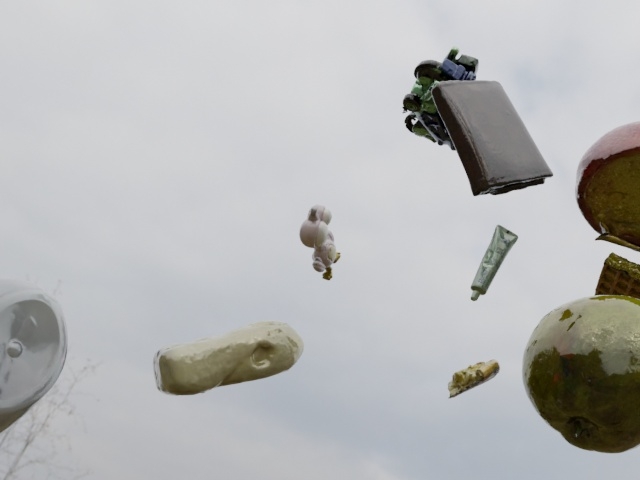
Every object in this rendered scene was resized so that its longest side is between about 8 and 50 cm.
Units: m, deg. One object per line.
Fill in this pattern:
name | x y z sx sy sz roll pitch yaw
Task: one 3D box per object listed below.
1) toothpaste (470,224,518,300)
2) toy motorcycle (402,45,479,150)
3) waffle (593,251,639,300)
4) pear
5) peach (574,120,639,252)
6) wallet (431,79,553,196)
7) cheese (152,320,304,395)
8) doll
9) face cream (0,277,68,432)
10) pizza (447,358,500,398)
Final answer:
toothpaste | 0.429 0.059 1.573 0.064 0.218 0.041 31 -20 3
toy motorcycle | 0.307 -0.326 1.545 0.196 0.125 0.331 24 -18 10
waffle | 0.802 0.144 1.627 0.161 0.055 0.210 29 -31 33
pear | 0.501 0.223 1.099 0.269 0.321 0.269 28 -41 28
peach | 0.860 -0.139 1.564 0.406 0.310 0.334 5 -64 30
wallet | 0.308 -0.194 1.146 0.182 0.229 0.049 -12 -19 -26
cheese | -0.249 0.287 1.540 0.351 0.129 0.328 -10 -5 -30
doll | -0.001 0.000 2.109 0.095 0.160 0.365 13 -29 15
face cream | -0.609 0.211 1.058 0.357 0.312 0.219 -17 -48 30
pizza | 0.254 0.228 1.052 0.099 0.035 0.160 -31 -19 13
